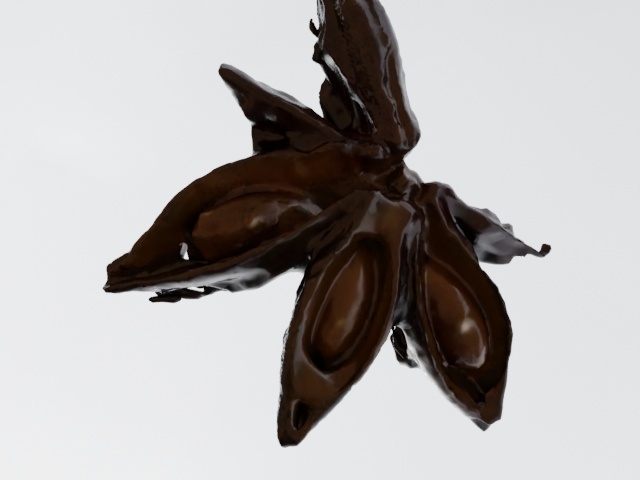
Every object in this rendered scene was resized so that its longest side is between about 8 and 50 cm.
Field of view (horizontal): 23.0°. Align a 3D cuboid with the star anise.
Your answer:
[{"bbox_3d":[0.001,0.000,0.608,0.157,0.053,0.212,-36,-77,-16],"label":"star anise"}]
